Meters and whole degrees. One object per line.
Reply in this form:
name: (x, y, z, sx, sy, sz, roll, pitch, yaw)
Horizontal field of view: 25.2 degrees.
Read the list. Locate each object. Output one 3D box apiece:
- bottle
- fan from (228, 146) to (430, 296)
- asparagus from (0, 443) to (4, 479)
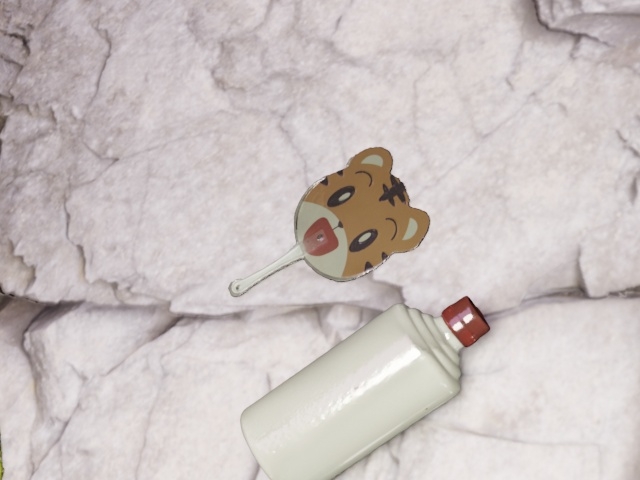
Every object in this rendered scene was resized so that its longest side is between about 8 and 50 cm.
bottle: (0.049, 0.136, 1.337, 0.245, 0.104, 0.104, -35, 50, 8)
fan: (0.000, 0.000, 1.513, 0.226, 0.008, 0.152, -32, 51, 9)
asparagus: (-0.360, 0.225, 1.582, 0.018, 0.015, 0.127, -33, 49, 21)
